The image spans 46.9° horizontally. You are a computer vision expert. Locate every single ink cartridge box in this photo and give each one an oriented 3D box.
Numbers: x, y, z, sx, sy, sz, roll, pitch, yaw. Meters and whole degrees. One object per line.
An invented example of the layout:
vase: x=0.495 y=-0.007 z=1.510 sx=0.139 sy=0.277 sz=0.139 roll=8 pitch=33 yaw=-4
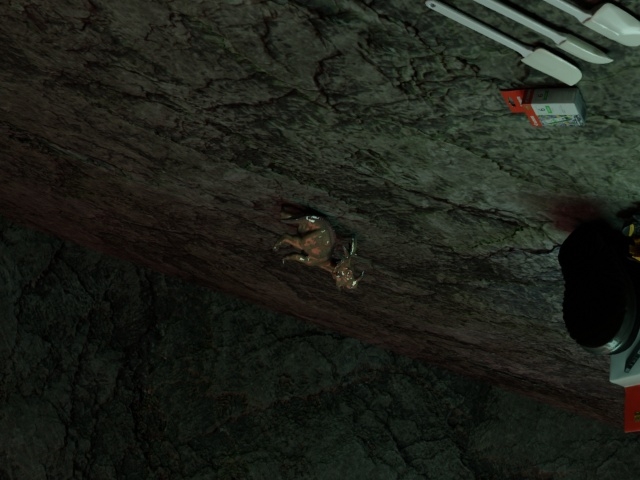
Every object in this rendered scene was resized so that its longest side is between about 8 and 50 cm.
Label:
ink cartridge box: x=0.799 y=0.310 z=1.726 sx=0.060 sy=0.238 sz=0.275 roll=24 pitch=151 yaw=-19
ink cartridge box: x=0.322 y=-0.193 z=1.074 sx=0.115 sy=0.029 sz=0.063 roll=6 pitch=160 yaw=35

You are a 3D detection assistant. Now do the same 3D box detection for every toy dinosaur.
toy dinosaur: x=0.000 y=0.000 z=1.893 sx=0.200 sy=0.127 sz=0.295 roll=4 pitch=147 yaw=21

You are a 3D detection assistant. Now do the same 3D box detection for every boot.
boot: x=0.578 y=0.129 z=1.341 sx=0.260 sy=0.348 sz=0.131 roll=36 pitch=124 yaw=-11

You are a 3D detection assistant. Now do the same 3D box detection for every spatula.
spatula: x=0.263 y=-0.273 z=0.911 sx=0.242 sy=0.019 sz=0.168 roll=23 pitch=168 yaw=-13

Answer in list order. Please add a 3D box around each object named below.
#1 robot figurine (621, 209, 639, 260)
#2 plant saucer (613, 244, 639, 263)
robot figurine: x=0.659 y=0.005 z=1.250 sx=0.211 sy=0.085 sz=0.291 roll=26 pitch=162 yaw=-22
plant saucer: x=0.625 y=0.039 z=1.514 sx=0.192 sy=0.018 sz=0.067 roll=22 pitch=163 yaw=-9
